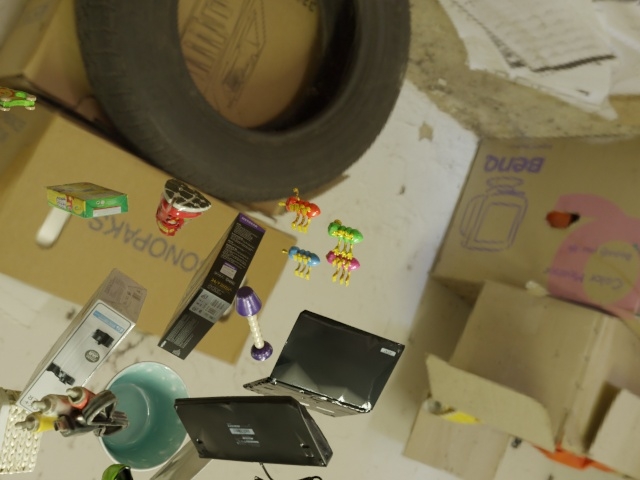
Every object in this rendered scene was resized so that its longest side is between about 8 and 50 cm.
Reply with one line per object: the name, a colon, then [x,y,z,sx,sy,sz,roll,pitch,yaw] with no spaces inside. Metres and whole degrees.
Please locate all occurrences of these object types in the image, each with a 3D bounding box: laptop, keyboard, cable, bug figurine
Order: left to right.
cable: [-0.383,0.285,1.228,0.072,0.139,0.287,60,-179,14]
keyboard: [-0.102,0.333,1.168,0.317,0.033,0.202,-12,108,44]
laptop: [0.000,0.263,1.493,0.234,0.137,0.264,22,157,-17]
bug figurine: [0.000,0.000,1.763,0.216,0.072,0.279,22,145,15]

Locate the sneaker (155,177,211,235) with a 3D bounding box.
sneaker: [-0.311,-0.061,1.585,0.107,0.118,0.279,31,-179,-9]

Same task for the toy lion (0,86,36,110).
toy lion: [-0.763,-0.352,1.776,0.100,0.034,0.096,-12,-141,-43]

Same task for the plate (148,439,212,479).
plate: [-0.256,0.435,1.476,0.045,0.277,0.278,48,140,1]

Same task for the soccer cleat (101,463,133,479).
soccer cleat: [-0.321,0.456,1.186,0.060,0.179,0.072,-5,165,-40]

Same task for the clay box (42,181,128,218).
clay box: [-0.617,-0.109,1.892,0.222,0.053,0.127,16,-160,41]

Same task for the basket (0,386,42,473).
basket: [-0.683,0.424,1.610,0.103,0.167,0.113,13,-177,-34]

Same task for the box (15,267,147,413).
box: [-0.480,0.213,1.467,0.087,0.290,0.169,37,-166,-16]

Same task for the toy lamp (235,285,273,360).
toy lamp: [-0.196,0.240,2.101,0.080,0.080,0.275,16,137,25]

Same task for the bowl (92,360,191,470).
bowl: [-0.555,0.518,2.155,0.311,0.312,0.163,28,154,-35]

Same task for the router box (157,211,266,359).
router box: [-0.259,0.112,1.715,0.081,0.243,0.309,31,137,-11]
